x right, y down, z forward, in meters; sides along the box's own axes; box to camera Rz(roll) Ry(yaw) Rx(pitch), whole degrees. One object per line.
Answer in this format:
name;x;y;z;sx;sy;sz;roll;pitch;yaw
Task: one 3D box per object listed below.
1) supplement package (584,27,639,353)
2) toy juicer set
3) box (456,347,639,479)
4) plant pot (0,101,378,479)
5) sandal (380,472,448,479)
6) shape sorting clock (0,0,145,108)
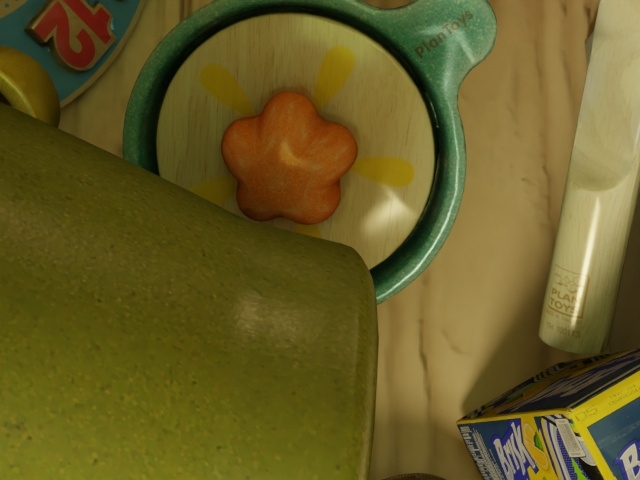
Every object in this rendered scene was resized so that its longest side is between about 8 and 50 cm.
supplement package;0.239;-0.031;0.753;0.198;0.263;0.199;-1;77;-7
toy juicer set;0.000;0.000;0.748;0.329;0.089;0.209;-10;105;12
box;0.109;0.080;0.759;0.059;0.169;0.054;-28;89;-12
plant pot;-0.172;0.086;0.623;0.353;0.366;0.366;11;76;-5
sandal;-0.017;0.144;0.795;0.180;0.049;0.072;-11;69;-20
shape sorting clock;-0.160;-0.145;0.809;0.206;0.040;0.206;-3;96;-35
